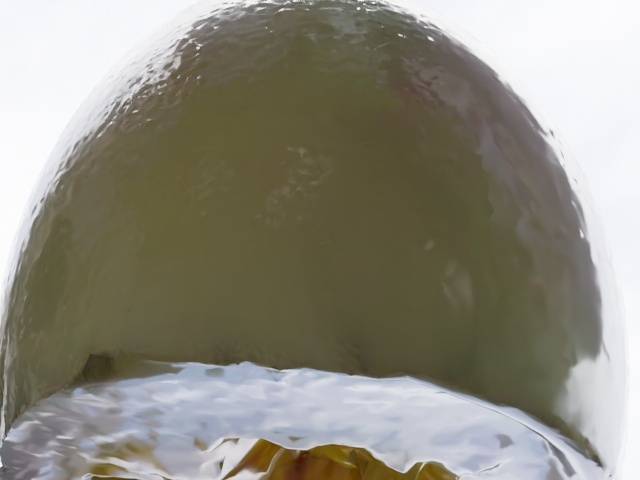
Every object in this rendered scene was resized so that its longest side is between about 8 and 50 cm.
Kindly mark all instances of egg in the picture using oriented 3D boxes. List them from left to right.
[{"bbox_3d":[0.000,0.000,0.799,0.354,0.354,0.340,2,-121,4],"label":"egg"}]
